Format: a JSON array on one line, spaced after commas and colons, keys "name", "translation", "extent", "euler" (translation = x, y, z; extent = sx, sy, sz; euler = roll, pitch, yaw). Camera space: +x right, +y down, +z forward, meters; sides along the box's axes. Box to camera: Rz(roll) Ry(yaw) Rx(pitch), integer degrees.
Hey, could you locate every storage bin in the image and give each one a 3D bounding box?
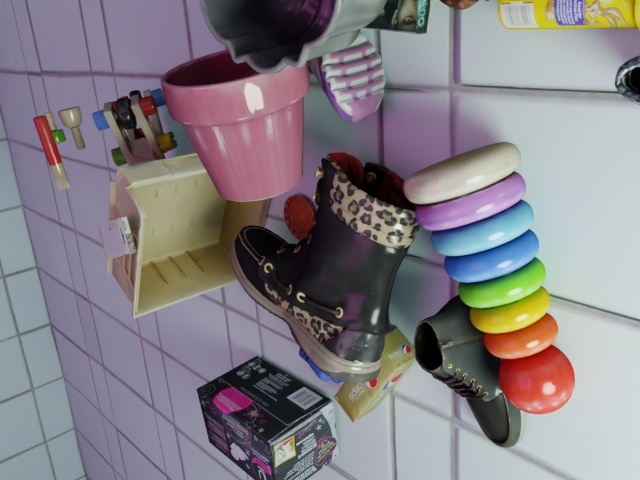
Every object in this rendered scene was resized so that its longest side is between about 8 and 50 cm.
[{"name": "storage bin", "translation": [-0.243, -0.025, 1.175], "extent": [0.123, 0.262, 0.260], "euler": [46, 136, 30]}]

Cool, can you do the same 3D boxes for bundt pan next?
[{"name": "bundt pan", "translation": [-0.025, -0.361, 0.721], "extent": [0.330, 0.124, 0.331], "euler": [23, 121, 45]}]

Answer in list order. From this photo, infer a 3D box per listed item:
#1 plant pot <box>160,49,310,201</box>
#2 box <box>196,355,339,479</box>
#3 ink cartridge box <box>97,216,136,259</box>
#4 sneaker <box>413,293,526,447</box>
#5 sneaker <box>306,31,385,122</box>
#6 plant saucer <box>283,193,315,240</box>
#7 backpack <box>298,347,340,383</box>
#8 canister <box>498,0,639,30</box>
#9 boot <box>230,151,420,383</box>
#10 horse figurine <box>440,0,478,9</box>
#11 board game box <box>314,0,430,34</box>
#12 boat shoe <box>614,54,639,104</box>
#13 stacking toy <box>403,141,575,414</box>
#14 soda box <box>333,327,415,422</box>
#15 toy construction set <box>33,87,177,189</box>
[{"name": "plant pot", "translation": [-0.104, -0.162, 0.894], "extent": [0.201, 0.201, 0.180], "euler": [22, 133, 44]}, {"name": "box", "translation": [-0.103, 0.359, 1.255], "extent": [0.247, 0.163, 0.142], "euler": [19, 123, 45]}, {"name": "ink cartridge box", "translation": [-0.331, -0.005, 1.051], "extent": [0.115, 0.029, 0.063], "euler": [-11, 95, 52]}, {"name": "sneaker", "translation": [0.194, 0.190, 0.854], "extent": [0.083, 0.118, 0.222], "euler": [-18, 91, 52]}, {"name": "sneaker", "translation": [0.009, -0.265, 0.908], "extent": [0.104, 0.095, 0.236], "euler": [-43, 66, 55]}, {"name": "plant saucer", "translation": [-0.034, -0.041, 1.114], "extent": [0.083, 0.013, 0.084], "euler": [25, 125, 42]}, {"name": "backpack", "translation": [0.013, 0.170, 1.083], "extent": [0.120, 0.101, 0.098], "euler": [47, 130, 32]}, {"name": "canister", "translation": [0.260, -0.265, 0.611], "extent": [0.170, 0.073, 0.126], "euler": [20, 120, 46]}, {"name": "boot", "translation": [0.000, 0.000, 0.982], "extent": [0.377, 0.138, 0.284], "euler": [46, 127, 45]}, {"name": "horse figurine", "translation": [0.101, -0.358, 0.769], "extent": [0.263, 0.066, 0.175], "euler": [11, 109, 47]}, {"name": "board game box", "translation": [0.057, -0.320, 0.761], "extent": [0.186, 0.026, 0.126], "euler": [25, 124, 44]}, {"name": "boat shoe", "translation": [0.355, -0.135, 0.544], "extent": [0.183, 0.083, 0.065], "euler": [15, 117, 46]}, {"name": "stacking toy", "translation": [0.218, 0.057, 0.771], "extent": [0.141, 0.141, 0.330], "euler": [-11, 103, 52]}, {"name": "soda box", "translation": [0.088, 0.225, 1.044], "extent": [0.058, 0.061, 0.181], "euler": [49, 138, 23]}, {"name": "toy construction set", "translation": [-0.380, -0.167, 1.268], "extent": [0.257, 0.308, 0.237], "euler": [17, 124, 55]}]
